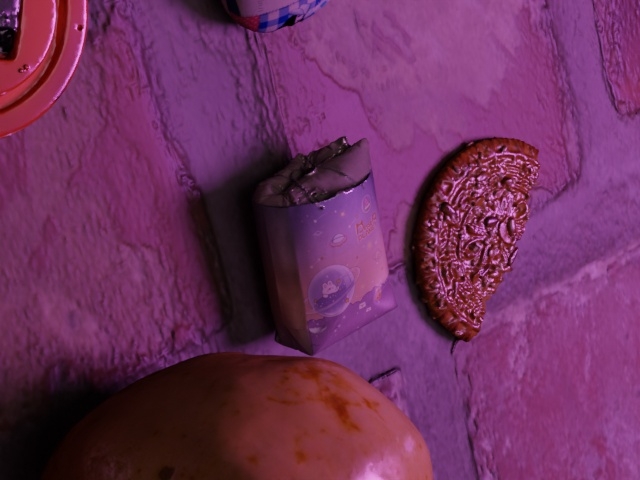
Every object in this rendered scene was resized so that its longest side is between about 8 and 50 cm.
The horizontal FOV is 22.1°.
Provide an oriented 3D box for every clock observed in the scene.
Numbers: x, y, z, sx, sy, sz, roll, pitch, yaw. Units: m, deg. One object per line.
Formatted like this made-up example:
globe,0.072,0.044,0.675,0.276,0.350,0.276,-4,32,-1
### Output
clock,-0.268,-0.174,1.237,0.205,0.051,0.205,-6,100,-37

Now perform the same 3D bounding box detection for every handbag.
handbag,0.000,0.000,1.441,0.117,0.095,0.173,-28,120,-36

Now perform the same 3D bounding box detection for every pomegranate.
pomegranate,-0.055,0.248,1.305,0.343,0.342,0.342,-6,100,-36

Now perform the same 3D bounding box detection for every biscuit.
biscuit,0.146,-0.011,1.581,0.126,0.025,0.206,24,82,-36

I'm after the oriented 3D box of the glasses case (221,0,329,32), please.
glasses case,-0.041,-0.313,1.314,0.125,0.076,0.327,-33,138,-25
